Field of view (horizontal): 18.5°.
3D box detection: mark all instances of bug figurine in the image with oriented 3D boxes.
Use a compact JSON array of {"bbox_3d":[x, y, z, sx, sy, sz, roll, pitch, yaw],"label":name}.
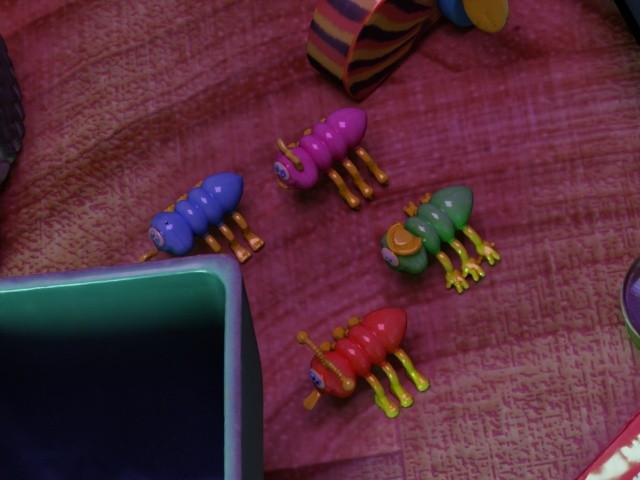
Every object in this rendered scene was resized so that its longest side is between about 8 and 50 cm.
[{"bbox_3d":[0.000,0.000,1.546,0.216,0.072,0.279,-43,61,-14],"label":"bug figurine"}]

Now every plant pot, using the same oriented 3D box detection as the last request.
[{"bbox_3d":[-0.148,0.186,1.362,0.247,0.252,0.248,-7,59,9],"label":"plant pot"}]

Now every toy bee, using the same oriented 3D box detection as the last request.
[{"bbox_3d":[0.093,-0.266,1.631,0.195,0.162,0.298,18,65,22],"label":"toy bee"}]

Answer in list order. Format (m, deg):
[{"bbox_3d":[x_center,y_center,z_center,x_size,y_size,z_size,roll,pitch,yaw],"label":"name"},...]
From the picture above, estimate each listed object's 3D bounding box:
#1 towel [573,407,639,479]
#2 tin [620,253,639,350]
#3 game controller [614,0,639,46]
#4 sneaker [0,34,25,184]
[{"bbox_3d":[0.242,0.256,1.299,0.031,0.199,0.275,4,47,-38],"label":"towel"},{"bbox_3d":[0.312,0.068,1.464,0.190,0.040,0.106,34,76,26],"label":"tin"},{"bbox_3d":[0.281,-0.253,1.607,0.166,0.067,0.319,-10,58,-23],"label":"game controller"},{"bbox_3d":[-0.322,-0.071,1.634,0.115,0.105,0.281,0,61,11],"label":"sneaker"}]
